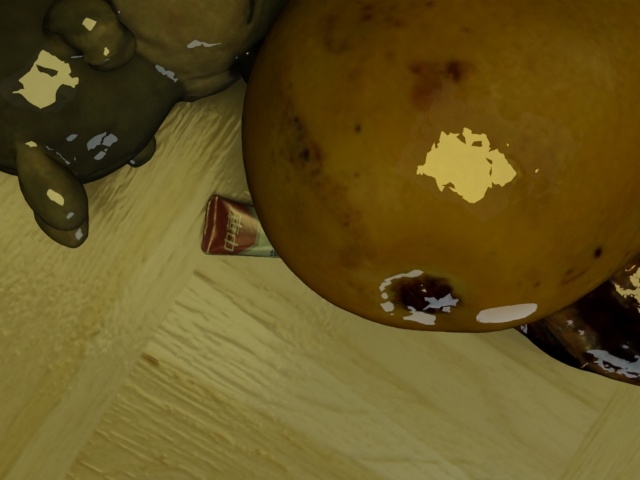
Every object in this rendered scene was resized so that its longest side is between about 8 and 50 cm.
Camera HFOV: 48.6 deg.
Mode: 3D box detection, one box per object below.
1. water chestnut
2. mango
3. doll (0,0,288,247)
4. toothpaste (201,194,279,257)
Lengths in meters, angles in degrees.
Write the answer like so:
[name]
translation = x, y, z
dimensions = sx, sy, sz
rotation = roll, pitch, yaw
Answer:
[water chestnut]
translation = 0.304, -0.004, 0.671
dimensions = 0.300, 0.300, 0.299
rotation = -2, 98, -12
[mango]
translation = 0.142, -0.123, 0.524
dimensions = 0.300, 0.232, 0.446
rotation = 37, 64, 19
[doll]
translation = -0.198, -0.233, 0.551
dimensions = 0.379, 0.252, 0.382
rotation = 39, 82, -14
[toothpaste]
translation = 0.000, 0.000, 0.728
dimensions = 0.239, 0.039, 0.062
rotation = 8, 103, -11
